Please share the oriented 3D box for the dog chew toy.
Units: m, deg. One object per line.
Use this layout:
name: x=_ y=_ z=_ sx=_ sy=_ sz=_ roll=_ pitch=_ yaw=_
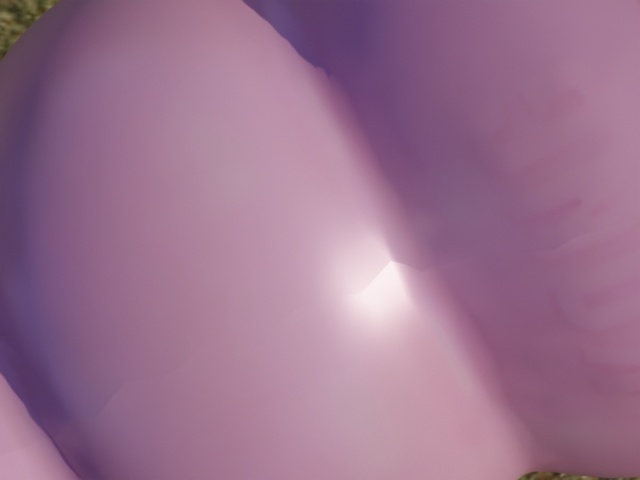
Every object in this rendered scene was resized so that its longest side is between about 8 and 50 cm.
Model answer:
dog chew toy: x=0.000 y=0.000 z=0.399 sx=0.332 sy=0.206 sz=0.206 roll=-29 pitch=83 yaw=1
